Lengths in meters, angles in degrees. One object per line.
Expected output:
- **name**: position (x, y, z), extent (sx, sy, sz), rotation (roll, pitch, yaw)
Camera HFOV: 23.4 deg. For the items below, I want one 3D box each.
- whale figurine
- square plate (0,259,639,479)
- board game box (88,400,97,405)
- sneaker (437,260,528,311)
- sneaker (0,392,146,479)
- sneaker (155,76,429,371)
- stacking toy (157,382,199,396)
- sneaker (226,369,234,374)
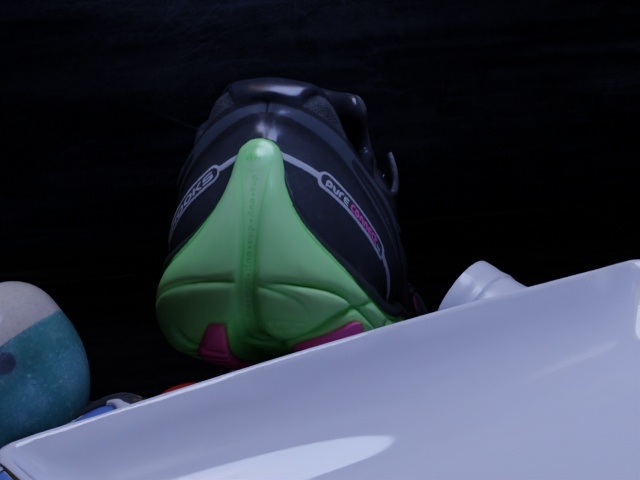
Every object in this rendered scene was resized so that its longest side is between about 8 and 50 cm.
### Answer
- **whale figurine**: position (-0.290, 0.151, 1.158), extent (0.272, 0.141, 0.216), rotation (-40, 0, -23)
- **square plate**: position (0.112, 0.102, 0.539), extent (0.344, 0.049, 0.347), rotation (-14, 22, -31)
- **board game box**: position (-0.225, 0.173, 1.327), extent (0.126, 0.026, 0.186), rotation (-1, 9, 29)
- **sneaker**: position (0.211, 0.114, 1.294), extent (0.169, 0.108, 0.292), rotation (32, 3, 24)
- **sneaker**: position (-0.176, 0.171, 1.038), extent (0.211, 0.080, 0.081), rotation (-34, 2, 35)
- **sneaker**: position (0.000, 0.000, 1.098), extent (0.185, 0.202, 0.483), rotation (5, -7, 2)
- **stacking toy**: position (-0.042, 0.153, 1.059), extent (0.141, 0.141, 0.330), rotation (-8, 2, -22)
- **sneaker**: position (0.010, 0.138, 1.243), extent (0.229, 0.086, 0.132), rotation (-2, 11, 15)
